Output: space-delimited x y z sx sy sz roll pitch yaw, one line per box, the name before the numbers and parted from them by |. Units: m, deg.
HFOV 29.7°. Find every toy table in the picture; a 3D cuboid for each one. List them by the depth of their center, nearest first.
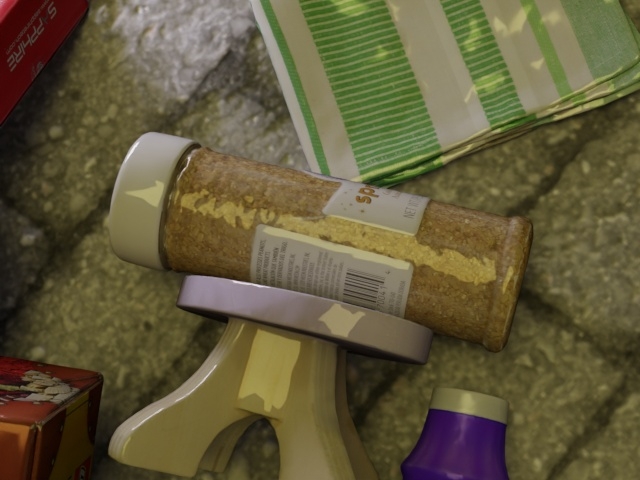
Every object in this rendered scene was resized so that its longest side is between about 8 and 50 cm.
toy table | -0.037 0.127 0.989 0.252 0.274 0.160 18 83 -23

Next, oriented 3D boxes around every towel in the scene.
towel | 0.116 -0.193 1.134 0.325 0.038 0.248 -23 72 6

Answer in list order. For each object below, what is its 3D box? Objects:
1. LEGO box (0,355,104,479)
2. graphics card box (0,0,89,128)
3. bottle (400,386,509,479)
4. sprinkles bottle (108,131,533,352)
LEGO box | -0.399 0.332 0.935 0.373 0.193 0.500 9 93 3
graphics card box | -0.446 -0.215 1.177 0.371 0.094 0.232 9 46 15
bottle | 0.098 0.265 0.994 0.118 0.092 0.282 9 78 13
sprinkles bottle | 0.000 0.000 1.053 0.355 0.121 0.121 14 79 10
